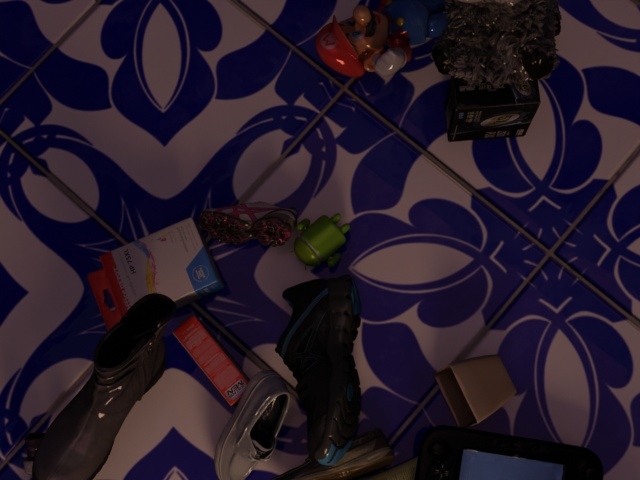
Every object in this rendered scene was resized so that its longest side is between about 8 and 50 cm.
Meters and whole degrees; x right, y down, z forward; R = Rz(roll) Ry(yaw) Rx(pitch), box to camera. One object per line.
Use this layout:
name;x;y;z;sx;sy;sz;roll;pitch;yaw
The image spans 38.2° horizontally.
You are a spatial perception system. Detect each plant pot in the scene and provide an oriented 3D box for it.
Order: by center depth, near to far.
plant pot;0.274;0.255;1.605;0.096;0.109;0.109;-21;77;-14

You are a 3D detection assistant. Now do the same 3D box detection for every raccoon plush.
raccoon plush;0.300;-0.459;1.564;0.216;0.446;0.299;2;120;14

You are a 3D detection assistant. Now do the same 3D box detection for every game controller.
game controller;0.317;0.415;1.567;0.319;0.067;0.166;9;77;-2

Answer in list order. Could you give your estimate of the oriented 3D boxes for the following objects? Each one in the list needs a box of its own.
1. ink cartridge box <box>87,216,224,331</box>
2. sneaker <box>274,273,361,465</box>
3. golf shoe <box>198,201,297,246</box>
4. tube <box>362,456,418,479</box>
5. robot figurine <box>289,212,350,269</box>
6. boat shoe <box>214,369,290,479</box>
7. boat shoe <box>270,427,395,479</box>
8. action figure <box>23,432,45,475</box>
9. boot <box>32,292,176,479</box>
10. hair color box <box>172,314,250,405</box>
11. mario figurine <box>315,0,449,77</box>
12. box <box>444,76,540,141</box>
ink cartridge box;-0.310;0.068;1.687;0.231;0.078;0.134;-24;77;-2
sneaker;-0.005;0.225;1.609;0.140;0.125;0.340;-4;58;14
golf shoe;-0.133;-0.036;1.716;0.186;0.067;0.086;7;38;14
tube;0.116;0.437;1.597;0.240;0.070;0.062;-18;34;-7
robot figurine;0.000;0.000;1.690;0.115;0.067;0.101;-42;91;-6
boat shoe;-0.114;0.334;1.576;0.081;0.079;0.227;41;114;50
boat shoe;0.015;0.387;1.603;0.224;0.080;0.073;-17;56;-5
action figure;-0.460;0.479;1.599;0.185;0.099;0.285;4;82;-3
boot;-0.364;0.247;1.525;0.118;0.222;0.338;27;57;3
hair color box;-0.185;0.215;1.640;0.053;0.093;0.167;-38;79;-6
mario figurine;0.141;-0.413;1.713;0.320;0.198;0.170;-22;111;-8
box;0.306;-0.245;1.670;0.147;0.180;0.077;-4;78;2
